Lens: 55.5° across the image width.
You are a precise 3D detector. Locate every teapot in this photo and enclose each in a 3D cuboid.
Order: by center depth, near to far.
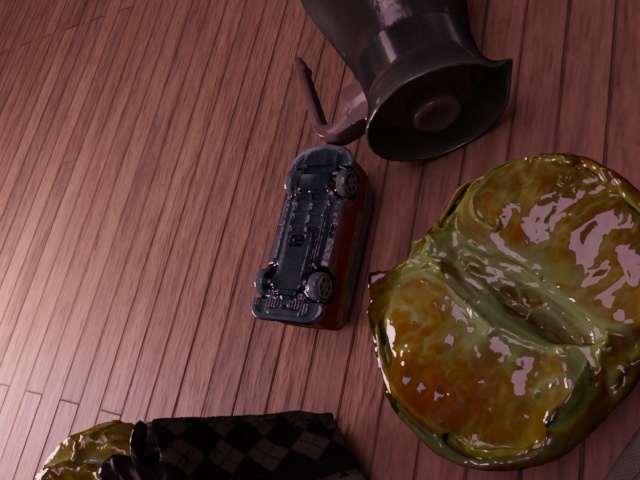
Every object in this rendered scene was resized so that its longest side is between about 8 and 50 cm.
[{"bbox_3d":[0.096,-0.298,0.883,0.300,0.253,0.344,-28,60,24],"label":"teapot"}]

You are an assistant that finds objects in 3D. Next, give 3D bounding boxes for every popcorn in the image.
[{"bbox_3d":[-0.309,0.369,0.891,0.221,0.184,0.204,-13,74,15],"label":"popcorn"}]

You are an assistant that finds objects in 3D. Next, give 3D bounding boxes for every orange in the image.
[{"bbox_3d":[0.212,0.082,0.646,0.334,0.196,0.262,-54,35,-4],"label":"orange"}]

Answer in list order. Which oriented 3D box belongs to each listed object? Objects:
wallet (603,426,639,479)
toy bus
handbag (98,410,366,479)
[{"bbox_3d":[0.386,0.269,0.513,0.275,0.068,0.335,34,91,38],"label":"wallet"},{"bbox_3d":[0.000,0.000,0.882,0.121,0.120,0.265,1,70,36],"label":"toy bus"},{"bbox_3d":[-0.035,0.366,0.604,0.180,0.317,0.416,-45,50,18],"label":"handbag"}]
